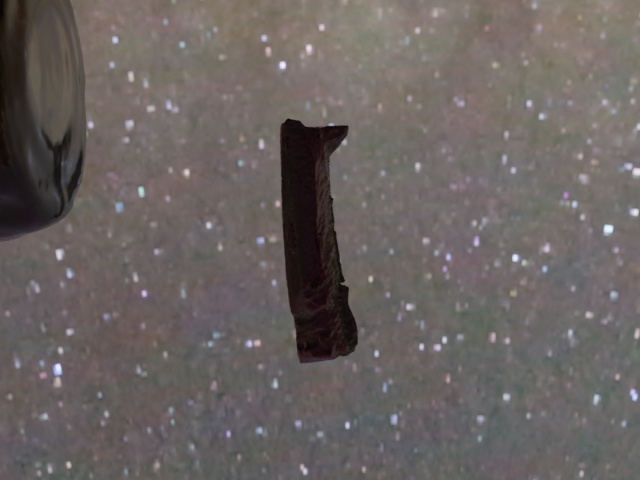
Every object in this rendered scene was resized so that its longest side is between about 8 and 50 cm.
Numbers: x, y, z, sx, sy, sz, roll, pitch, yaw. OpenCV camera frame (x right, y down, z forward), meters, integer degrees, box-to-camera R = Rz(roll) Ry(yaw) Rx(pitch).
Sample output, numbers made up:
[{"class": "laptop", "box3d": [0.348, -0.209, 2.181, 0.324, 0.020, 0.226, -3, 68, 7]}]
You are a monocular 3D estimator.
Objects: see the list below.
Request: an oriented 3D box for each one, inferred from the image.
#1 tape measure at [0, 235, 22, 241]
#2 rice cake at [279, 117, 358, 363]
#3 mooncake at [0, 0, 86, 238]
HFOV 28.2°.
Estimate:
[{"class": "tape measure", "box3d": [-0.376, -0.088, 1.401, 0.105, 0.196, 0.178, -21, -149, -2]}, {"class": "rice cake", "box3d": [-0.003, 0.002, 1.485, 0.081, 0.290, 0.051, -1, -173, 16]}, {"class": "mooncake", "box3d": [-0.269, -0.122, 1.019, 0.133, 0.245, 0.245, -9, -141, 9]}]
